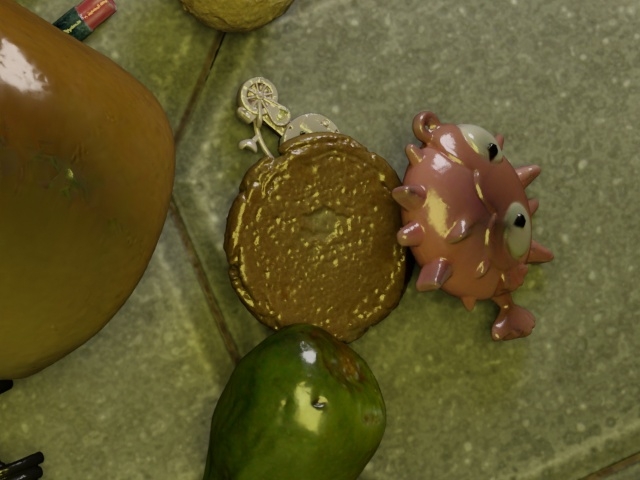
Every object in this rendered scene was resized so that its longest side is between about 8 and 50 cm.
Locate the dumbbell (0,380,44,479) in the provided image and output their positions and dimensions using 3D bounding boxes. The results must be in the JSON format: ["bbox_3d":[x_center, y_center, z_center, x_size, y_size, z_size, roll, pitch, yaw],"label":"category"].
[{"bbox_3d":[-0.334,0.196,1.748,0.099,0.099,0.208,-22,87,-11],"label":"dumbbell"}]

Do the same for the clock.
[{"bbox_3d":[-0.041,-0.112,1.858,0.129,0.041,0.087,40,76,-8],"label":"clock"}]

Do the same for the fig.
[{"bbox_3d":[-0.030,0.201,1.764,0.167,0.167,0.233,24,87,-6],"label":"fig"}]

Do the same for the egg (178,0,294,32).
[{"bbox_3d":[-0.086,-0.273,1.832,0.140,0.116,0.118,-9,108,-13],"label":"egg"}]

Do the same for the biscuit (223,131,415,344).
[{"bbox_3d":[0.000,0.000,1.832,0.226,0.042,0.226,-2,94,-21],"label":"biscuit"}]

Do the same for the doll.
[{"bbox_3d":[0.158,-0.015,1.843,0.211,0.093,0.262,-26,98,-40],"label":"doll"}]

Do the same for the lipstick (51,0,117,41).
[{"bbox_3d":[-0.301,-0.179,1.825,0.234,0.053,0.053,-41,92,-16],"label":"lipstick"}]

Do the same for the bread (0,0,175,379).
[{"bbox_3d":[-0.329,-0.067,1.638,0.376,0.253,0.348,33,75,-31],"label":"bread"}]
